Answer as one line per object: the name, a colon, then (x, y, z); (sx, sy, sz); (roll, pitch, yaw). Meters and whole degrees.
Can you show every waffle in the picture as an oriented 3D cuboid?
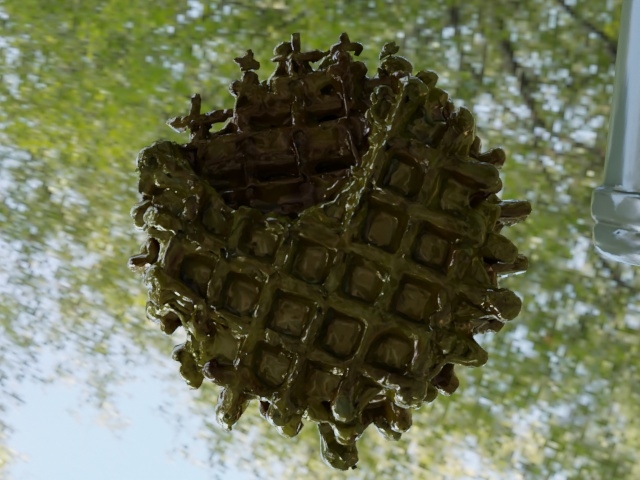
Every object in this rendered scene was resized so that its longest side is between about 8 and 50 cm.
waffle: (0.000, 0.000, 0.710); (0.193, 0.070, 0.197); (-42, -97, 4)

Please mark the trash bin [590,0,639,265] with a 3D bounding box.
trash bin: (0.226, -0.104, 0.546); (0.121, 0.243, 0.247); (-2, -84, -53)
